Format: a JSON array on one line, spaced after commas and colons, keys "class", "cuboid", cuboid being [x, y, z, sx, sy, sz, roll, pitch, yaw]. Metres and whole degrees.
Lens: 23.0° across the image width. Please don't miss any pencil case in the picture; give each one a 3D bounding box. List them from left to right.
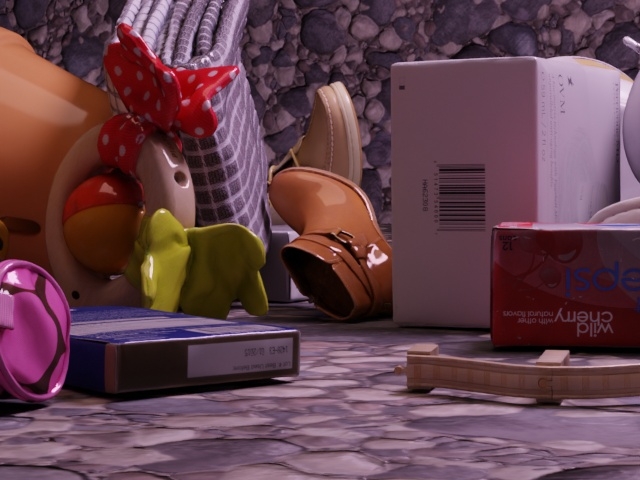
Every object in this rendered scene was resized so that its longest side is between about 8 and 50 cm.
[{"class": "pencil case", "cuboid": [-0.254, 0.050, 0.909, 0.209, 0.095, 0.098, -1, -33, 15]}]

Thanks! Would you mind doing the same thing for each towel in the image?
[{"class": "towel", "cuboid": [-0.115, -0.117, 1.548, 0.121, 0.235, 0.283, -10, 28, 7]}]

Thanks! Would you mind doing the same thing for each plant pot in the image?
[{"class": "plant pot", "cuboid": [-0.301, -0.060, 1.562, 0.204, 0.290, 0.291, 17, 6, 10]}]

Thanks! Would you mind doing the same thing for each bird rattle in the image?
[{"class": "bird rattle", "cuboid": [-0.156, -0.033, 1.258, 0.207, 0.253, 0.143, -28, -15, 35]}]

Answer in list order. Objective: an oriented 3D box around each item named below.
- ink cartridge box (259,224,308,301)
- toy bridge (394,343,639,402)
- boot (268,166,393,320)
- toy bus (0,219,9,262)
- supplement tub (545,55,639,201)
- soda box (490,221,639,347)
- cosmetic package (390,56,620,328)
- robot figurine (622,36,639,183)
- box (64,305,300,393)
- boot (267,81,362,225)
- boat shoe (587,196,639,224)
[{"class": "ink cartridge box", "cuboid": [-0.036, 0.021, 1.658, 0.127, 0.072, 0.175, 1, 3, 33]}, {"class": "toy bridge", "cuboid": [0.136, 0.079, 0.923, 0.188, 0.026, 0.063, 0, 4, 13]}, {"class": "boot", "cuboid": [0.000, 0.000, 1.444, 0.197, 0.073, 0.152, 34, 24, 22]}, {"class": "toy bus", "cuboid": [-0.397, -0.027, 1.319, 0.108, 0.130, 0.333, 17, 11, -44]}, {"class": "supplement tub", "cuboid": [0.308, -0.085, 1.861, 0.241, 0.241, 0.331, 0, 13, 3]}, {"class": "soda box", "cuboid": [0.259, 0.033, 1.170, 0.263, 0.092, 0.083, 1, 3, 8]}, {"class": "cosmetic package", "cuboid": [0.170, -0.043, 1.387, 0.138, 0.224, 0.225, 1, 3, 27]}, {"class": "robot figurine", "cuboid": [0.419, -0.075, 1.403, 0.353, 0.199, 0.300, 36, -1, -1]}, {"class": "box", "cuboid": [-0.134, 0.069, 1.040, 0.136, 0.036, 0.225, -2, 4, -38]}, {"class": "boot", "cuboid": [-0.065, -0.059, 1.780, 0.203, 0.262, 0.095, -3, 41, -14]}, {"class": "boat shoe", "cuboid": [0.369, 0.023, 1.289, 0.305, 0.109, 0.091, 8, 6, 29]}]
